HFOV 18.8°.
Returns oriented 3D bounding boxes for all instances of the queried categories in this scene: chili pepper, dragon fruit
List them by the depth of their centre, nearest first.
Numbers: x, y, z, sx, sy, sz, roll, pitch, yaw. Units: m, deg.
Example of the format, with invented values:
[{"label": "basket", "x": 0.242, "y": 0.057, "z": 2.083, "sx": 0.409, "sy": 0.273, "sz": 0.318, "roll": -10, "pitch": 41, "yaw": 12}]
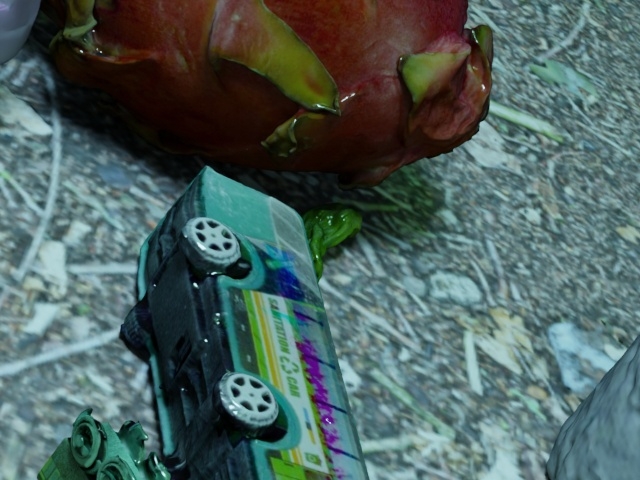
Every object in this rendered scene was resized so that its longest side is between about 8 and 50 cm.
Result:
[{"label": "chili pepper", "x": -0.001, "y": -0.001, "z": 1.232, "sx": 0.034, "sy": 0.030, "sz": 0.091, "roll": 57, "pitch": 34, "yaw": -11}, {"label": "dragon fruit", "x": -0.040, "y": -0.161, "z": 1.232, "sx": 0.315, "sy": 0.250, "sz": 0.250, "roll": 26, "pitch": 30, "yaw": 19}]

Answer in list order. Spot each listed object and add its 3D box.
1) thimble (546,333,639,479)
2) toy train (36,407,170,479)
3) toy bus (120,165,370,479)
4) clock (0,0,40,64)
[{"label": "thimble", "x": 0.268, "y": 0.145, "z": 1.161, "sx": 0.245, "sy": 0.157, "sz": 0.217, "roll": 10, "pitch": 43, "yaw": -30}, {"label": "toy train", "x": -0.088, "y": 0.147, "z": 0.932, "sx": 0.038, "sy": 0.071, "sz": 0.148, "roll": -4, "pitch": 49, "yaw": -40}, {"label": "toy bus", "x": -0.042, "y": 0.074, "z": 1.052, "sx": 0.109, "sy": 0.091, "sz": 0.262, "roll": 21, "pitch": 37, "yaw": -30}, {"label": "clock", "x": -0.341, "y": -0.209, "z": 1.101, "sx": 0.295, "sy": 0.113, "sz": 0.322, "roll": -18, "pitch": 59, "yaw": -38}]
